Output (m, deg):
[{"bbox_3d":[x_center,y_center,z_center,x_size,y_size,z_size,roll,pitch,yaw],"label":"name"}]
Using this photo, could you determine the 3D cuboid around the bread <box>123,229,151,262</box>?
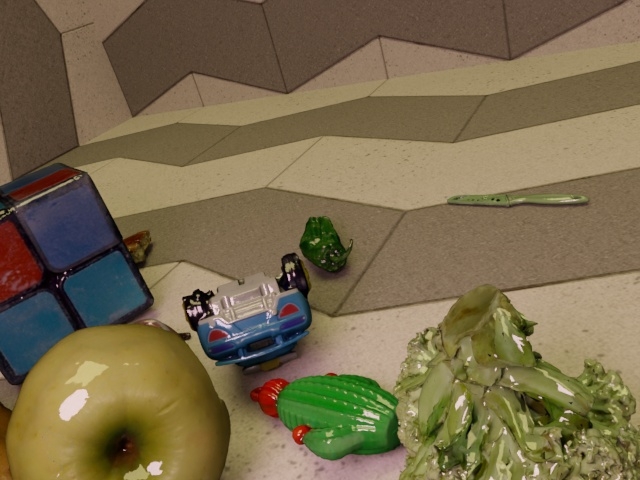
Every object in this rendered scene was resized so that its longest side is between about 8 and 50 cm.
[{"bbox_3d":[-0.503,0.032,1.533,0.136,0.054,0.154,-15,20,0],"label":"bread"}]

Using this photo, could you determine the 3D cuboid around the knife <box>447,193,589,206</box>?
[{"bbox_3d":[0.403,-0.084,1.265,0.293,0.020,0.043,4,34,37],"label":"knife"}]

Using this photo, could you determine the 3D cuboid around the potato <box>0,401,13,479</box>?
[{"bbox_3d":[-0.508,0.328,0.843,0.195,0.176,0.369,-3,14,-45],"label":"potato"}]

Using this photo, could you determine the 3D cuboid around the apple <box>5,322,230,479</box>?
[{"bbox_3d":[-0.245,0.236,0.743,0.279,0.279,0.279,-13,26,7],"label":"apple"}]

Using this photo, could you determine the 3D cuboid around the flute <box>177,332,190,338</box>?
[{"bbox_3d":[-0.369,0.192,1.182,0.269,0.014,0.014,-6,28,20],"label":"flute"}]

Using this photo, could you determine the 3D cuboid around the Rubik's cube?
[{"bbox_3d":[-0.574,0.047,1.238,0.318,0.316,0.313,-32,26,-24],"label":"Rubik's cube"}]

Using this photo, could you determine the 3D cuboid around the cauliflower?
[{"bbox_3d":[0.187,0.170,0.628,0.275,0.250,0.272,-7,25,30],"label":"cauliflower"}]

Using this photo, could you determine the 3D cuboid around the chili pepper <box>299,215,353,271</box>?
[{"bbox_3d":[0.005,0.003,1.266,0.100,0.074,0.257,-18,25,-3],"label":"chili pepper"}]

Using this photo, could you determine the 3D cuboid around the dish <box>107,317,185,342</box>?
[{"bbox_3d":[-0.307,0.193,0.988,0.213,0.090,0.213,3,26,-2],"label":"dish"}]

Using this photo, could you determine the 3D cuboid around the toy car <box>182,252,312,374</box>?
[{"bbox_3d":[-0.103,0.129,0.996,0.198,0.166,0.314,-18,-3,-7],"label":"toy car"}]

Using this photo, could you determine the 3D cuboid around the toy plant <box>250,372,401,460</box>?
[{"bbox_3d":[0.014,0.223,0.819,0.154,0.088,0.240,-15,12,-24],"label":"toy plant"}]
